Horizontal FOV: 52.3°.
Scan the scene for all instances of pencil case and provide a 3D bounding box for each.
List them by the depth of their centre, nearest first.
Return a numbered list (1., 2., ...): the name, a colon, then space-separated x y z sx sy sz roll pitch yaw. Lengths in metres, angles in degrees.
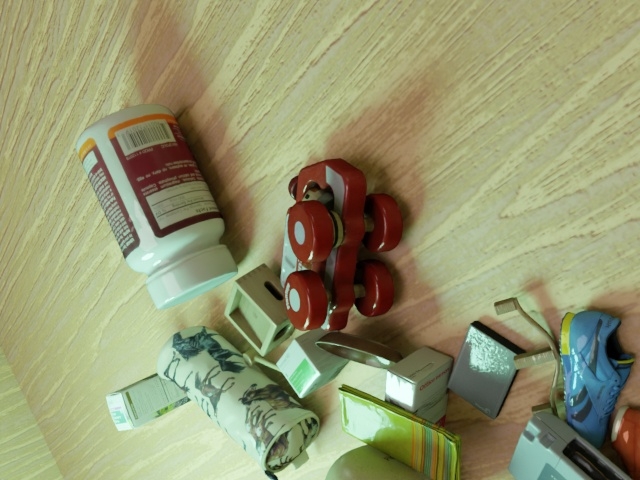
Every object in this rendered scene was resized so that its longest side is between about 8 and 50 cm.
1. pencil case: -0.191 0.345 1.446 0.410 0.160 0.184 31 136 33

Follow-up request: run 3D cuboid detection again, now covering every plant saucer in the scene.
1. plant saucer: 0.074 0.195 1.149 0.168 0.168 0.029 0 67 45

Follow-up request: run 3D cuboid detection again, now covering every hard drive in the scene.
1. hard drive: 0.262 0.207 1.038 0.094 0.022 0.135 33 127 32

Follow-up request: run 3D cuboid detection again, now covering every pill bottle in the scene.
1. pill bottle: -0.340 -0.068 1.389 0.224 0.224 0.392 -31 82 47

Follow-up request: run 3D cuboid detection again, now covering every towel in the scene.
1. towel: 0.122 0.318 1.061 0.237 0.021 0.102 16 117 41

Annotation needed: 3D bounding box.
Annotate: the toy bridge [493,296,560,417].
1. toy bridge: 0.315 0.172 0.953 0.063 0.026 0.188 -20 91 19

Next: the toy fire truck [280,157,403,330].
1. toy fire truck: 0.000 0.000 1.137 0.254 0.169 0.302 40 132 52

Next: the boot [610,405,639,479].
1. boot: 0.435 0.300 0.883 0.084 0.059 0.158 16 113 50

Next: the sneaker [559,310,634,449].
1. sneaker: 0.380 0.197 0.883 0.082 0.069 0.209 1 106 41

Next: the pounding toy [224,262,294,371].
1. pounding toy: -0.105 0.182 1.354 0.181 0.094 0.206 45 141 17

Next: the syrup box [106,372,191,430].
1. syrup box: -0.392 0.374 1.603 0.093 0.237 0.096 -24 88 46

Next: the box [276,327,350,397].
1. box: -0.010 0.230 1.262 0.087 0.102 0.101 52 136 20

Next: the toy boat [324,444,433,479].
1. toy boat: 0.155 0.450 1.060 0.318 0.267 0.148 17 97 40

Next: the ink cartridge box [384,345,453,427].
1. ink cartridge box: 0.162 0.268 1.098 0.063 0.109 0.151 22 120 39

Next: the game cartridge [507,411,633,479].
1. game cartridge: 0.396 0.384 0.896 0.297 0.062 0.198 42 160 31
